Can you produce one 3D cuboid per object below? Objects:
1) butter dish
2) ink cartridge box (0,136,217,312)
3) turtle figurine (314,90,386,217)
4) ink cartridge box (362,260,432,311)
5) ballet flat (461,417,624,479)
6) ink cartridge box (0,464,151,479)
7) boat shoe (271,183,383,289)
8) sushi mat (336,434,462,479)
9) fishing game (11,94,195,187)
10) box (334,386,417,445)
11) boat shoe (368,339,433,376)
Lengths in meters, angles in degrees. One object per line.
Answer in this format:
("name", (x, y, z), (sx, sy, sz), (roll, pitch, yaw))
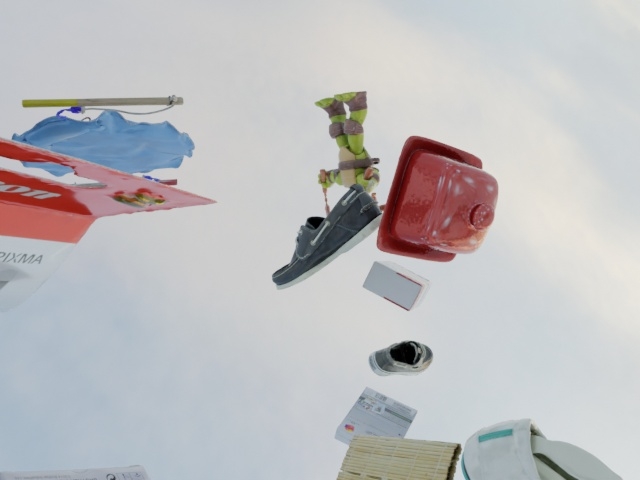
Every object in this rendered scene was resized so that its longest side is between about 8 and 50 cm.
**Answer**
("butter dish", (0.174, -0.041, 0.777), (0.160, 0.159, 0.118), (11, -172, -35))
("ink cartridge box", (-0.315, 0.013, 0.431), (0.308, 0.385, 0.091), (14, -109, -67))
("turtle figurine", (0.059, -0.138, 1.010), (0.087, 0.269, 0.217), (-11, -81, -16))
("ink cartridge box", (0.147, 0.083, 1.124), (0.099, 0.056, 0.135), (27, -174, 18))
("ballet flat", (0.371, 0.368, 0.785), (0.400, 0.139, 0.139), (36, -138, -6))
("ink cartridge box", (-0.189, 0.351, 0.571), (0.311, 0.065, 0.186), (38, -172, 37))
("boat shoe", (0.000, 0.000, 0.925), (0.079, 0.233, 0.084), (51, -145, -1))
("sushi mat", (0.118, 0.415, 1.038), (0.019, 0.316, 0.151), (33, -117, -18))
("fishing game", (-0.232, -0.104, 0.644), (0.189, 0.264, 0.041), (-5, -100, -12))
("box", (0.137, 0.441, 1.439), (0.145, 0.038, 0.186), (21, -155, 18))
("boat shoe", (0.204, 0.267, 1.369), (0.219, 0.070, 0.077), (2, -121, -48))
